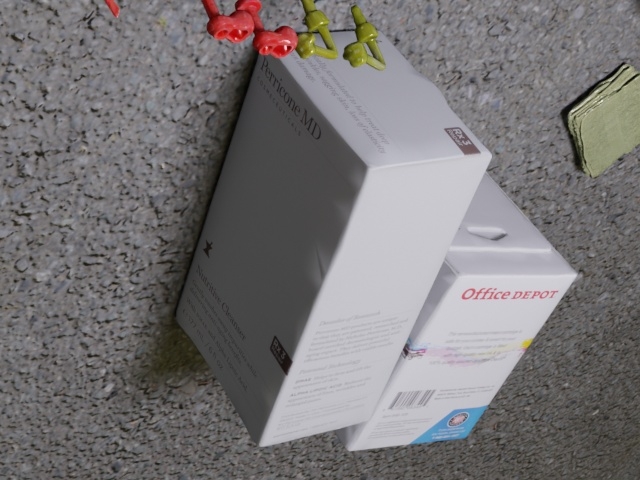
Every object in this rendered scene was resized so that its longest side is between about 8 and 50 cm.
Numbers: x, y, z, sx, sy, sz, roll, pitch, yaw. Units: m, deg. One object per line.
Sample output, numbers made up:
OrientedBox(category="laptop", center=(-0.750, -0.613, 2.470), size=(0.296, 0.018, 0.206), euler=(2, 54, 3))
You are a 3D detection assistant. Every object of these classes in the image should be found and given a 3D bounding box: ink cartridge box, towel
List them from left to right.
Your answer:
OrientedBox(category="ink cartridge box", center=(0.115, 0.075, 1.623), size=(0.198, 0.197, 0.270), euler=(1, 130, -40))
OrientedBox(category="towel", center=(0.356, -0.146, 1.727), size=(0.110, 0.027, 0.148), euler=(-36, 144, -3))

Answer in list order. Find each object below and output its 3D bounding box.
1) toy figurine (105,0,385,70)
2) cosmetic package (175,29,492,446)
OrientedBox(category="toy figurine", center=(-0.009, -0.280, 1.080), size=(0.217, 0.191, 0.363), euler=(-38, 153, 32))
OrientedBox(category="cosmetic package", center=(0.000, 0.000, 1.431), size=(0.156, 0.217, 0.385), euler=(-10, 135, -33))
